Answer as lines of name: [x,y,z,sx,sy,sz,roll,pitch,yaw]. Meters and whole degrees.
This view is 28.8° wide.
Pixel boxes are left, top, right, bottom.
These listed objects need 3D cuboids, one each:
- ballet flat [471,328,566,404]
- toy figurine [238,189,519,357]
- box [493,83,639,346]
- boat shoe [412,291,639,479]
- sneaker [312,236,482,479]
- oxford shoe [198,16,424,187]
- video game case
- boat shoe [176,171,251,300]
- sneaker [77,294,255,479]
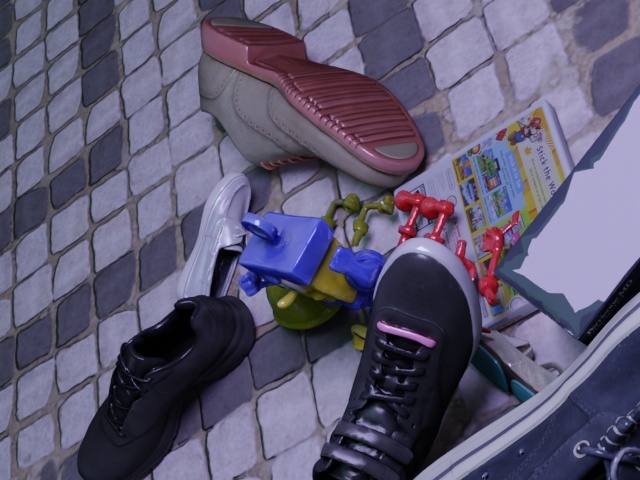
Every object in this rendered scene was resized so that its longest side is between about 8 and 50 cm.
ballet flat: [0.198,0.127,1.209,0.052,0.057,0.168,-31,43,-16]
toy figurine: [0.000,0.000,1.297,0.362,0.217,0.191,12,78,56]
box: [0.291,-0.028,1.096,0.103,0.184,0.261,40,96,30]
boat shoe: [0.265,0.169,1.019,0.500,0.186,0.156,-43,45,24]
sneaker: [0.067,0.143,1.138,0.104,0.296,0.147,21,41,15]
oxford shoe: [-0.020,-0.145,1.542,0.397,0.140,0.147,41,126,43]
video game case: [0.183,-0.013,1.319,0.206,0.026,0.227,-31,47,25]
boat shoe: [-0.121,0.004,1.564,0.063,0.066,0.184,17,77,36]
sneaker: [-0.207,0.170,1.479,0.109,0.130,0.286,41,98,29]
